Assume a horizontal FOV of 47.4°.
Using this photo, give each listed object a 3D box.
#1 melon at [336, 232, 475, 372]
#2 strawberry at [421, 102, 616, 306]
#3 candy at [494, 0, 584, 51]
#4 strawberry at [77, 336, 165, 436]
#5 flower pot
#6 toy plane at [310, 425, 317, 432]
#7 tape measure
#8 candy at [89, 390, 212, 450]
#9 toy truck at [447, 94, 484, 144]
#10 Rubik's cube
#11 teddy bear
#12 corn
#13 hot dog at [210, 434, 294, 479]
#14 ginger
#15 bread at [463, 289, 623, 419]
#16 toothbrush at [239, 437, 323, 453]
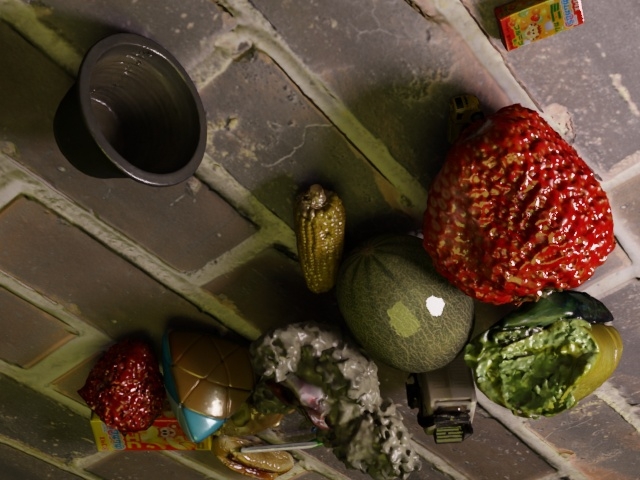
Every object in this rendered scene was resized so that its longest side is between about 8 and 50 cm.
[{"bbox_3d":[0.161,0.116,1.382,0.238,0.237,0.301,-28,126,21],"label":"melon"},{"bbox_3d":[0.316,-0.053,1.204,0.312,0.267,0.351,-34,130,-1],"label":"strawberry"},{"bbox_3d":[0.329,-0.338,1.100,0.122,0.038,0.062,-18,132,13],"label":"candy"},{"bbox_3d":[-0.416,0.308,1.579,0.184,0.187,0.201,21,97,-2],"label":"strawberry"},{"bbox_3d":[-0.304,-0.179,1.110,0.148,0.235,0.235,-14,137,37],"label":"flower pot"},{"bbox_3d":[0.030,0.436,1.811,0.062,0.054,0.167,47,119,-8],"label":"toy plane"},{"bbox_3d":[0.257,0.332,1.571,0.133,0.271,0.231,-5,132,1],"label":"tape measure"},{"bbox_3d":[-0.399,0.433,1.748,0.276,0.088,0.146,2,135,-5],"label":"candy"},{"bbox_3d":[0.241,-0.201,1.217,0.054,0.049,0.083,-4,135,1],"label":"toy truck"},{"bbox_3d":[-0.239,0.304,1.620,0.255,0.254,0.254,-2,134,-2],"label":"Rubik's cube"},{"bbox_3d":[0.034,0.334,1.428,0.225,0.367,0.357,-32,158,-20],"label":"teddy bear"},{"bbox_3d":[0.000,0.000,1.359,0.097,0.097,0.261,-4,135,0],"label":"corn"},{"bbox_3d":[-0.178,0.574,1.908,0.243,0.073,0.084,28,121,-28],"label":"hot dog"},{"bbox_3d":[-0.169,0.413,1.735,0.216,0.102,0.157,-27,158,13],"label":"ginger"},{"bbox_3d":[0.461,0.222,1.445,0.251,0.208,0.377,-42,159,21],"label":"bread"},{"bbox_3d":[0.001,0.509,1.863,0.418,0.040,0.042,-3,170,-6],"label":"toothbrush"}]
